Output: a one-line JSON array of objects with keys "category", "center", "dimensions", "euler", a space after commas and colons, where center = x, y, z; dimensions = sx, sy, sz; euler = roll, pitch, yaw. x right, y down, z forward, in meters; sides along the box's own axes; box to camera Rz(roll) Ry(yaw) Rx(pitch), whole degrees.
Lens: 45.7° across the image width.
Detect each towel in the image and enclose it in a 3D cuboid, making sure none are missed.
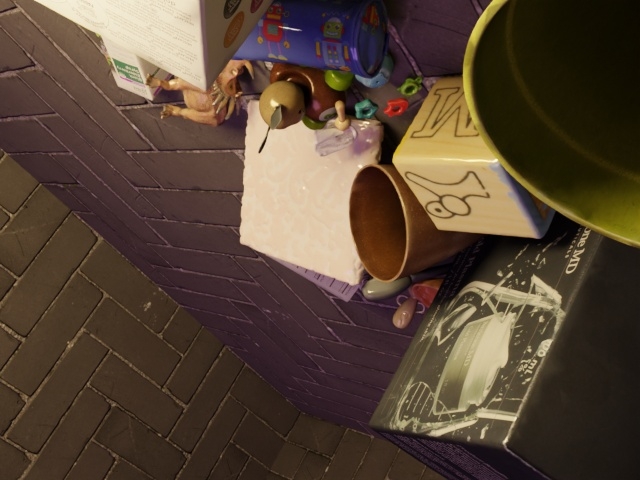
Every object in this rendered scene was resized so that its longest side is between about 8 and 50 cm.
[{"category": "towel", "center": [-0.026, -0.105, 1.557], "dimensions": [0.317, 0.053, 0.331], "euler": [18, 112, 31]}]

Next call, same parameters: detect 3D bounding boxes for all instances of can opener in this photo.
[{"category": "can opener", "center": [0.214, 0.070, 1.596], "dimensions": [0.076, 0.284, 0.095], "euler": [96, 158, -50]}]

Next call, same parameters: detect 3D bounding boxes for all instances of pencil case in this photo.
[{"category": "pencil case", "center": [-0.036, -0.330, 1.196], "dimensions": [0.306, 0.119, 0.133], "euler": [15, -166, 30]}]

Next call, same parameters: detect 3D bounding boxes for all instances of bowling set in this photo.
[{"category": "bowling set", "center": [0.330, 0.165, 1.852], "dimensions": [0.287, 0.200, 0.154], "euler": [26, 114, 3]}]

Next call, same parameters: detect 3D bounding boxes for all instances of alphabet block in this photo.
[{"category": "alphabet block", "center": [0.267, -0.135, 1.206], "dimensions": [0.197, 0.193, 0.192], "euler": [7, 146, 43]}]

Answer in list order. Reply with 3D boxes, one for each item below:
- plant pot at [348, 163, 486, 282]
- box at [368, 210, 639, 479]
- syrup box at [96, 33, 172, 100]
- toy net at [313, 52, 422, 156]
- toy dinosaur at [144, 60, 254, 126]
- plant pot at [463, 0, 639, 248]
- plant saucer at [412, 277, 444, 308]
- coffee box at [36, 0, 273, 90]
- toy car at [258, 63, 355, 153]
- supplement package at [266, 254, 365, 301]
[{"category": "plant pot", "center": [0.203, -0.046, 1.405], "dimensions": [0.231, 0.215, 0.215], "euler": [-9, 170, -23]}, {"category": "box", "center": [0.391, 0.203, 1.334], "dimensions": [0.297, 0.479, 0.472], "euler": [35, 160, -13]}, {"category": "syrup box", "center": [-0.385, -0.406, 1.568], "dimensions": [0.093, 0.096, 0.236], "euler": [25, 155, 14]}, {"category": "toy net", "center": [0.071, -0.231, 1.340], "dimensions": [0.122, 0.045, 0.232], "euler": [13, 139, -32]}, {"category": "toy dinosaur", "center": [-0.232, -0.298, 1.579], "dimensions": [0.201, 0.127, 0.295], "euler": [21, 161, 6]}, {"category": "plant pot", "center": [0.372, -0.226, 0.690], "dimensions": [0.367, 0.353, 0.366], "euler": [26, 157, 12]}, {"category": "plant saucer", "center": [0.297, 0.139, 1.671], "dimensions": [0.200, 0.037, 0.200], "euler": [29, 165, 9]}, {"category": "coffee box", "center": [-0.199, -0.461, 0.923], "dimensions": [0.338, 0.337, 0.334], "euler": [28, 157, 6]}, {"category": "toy car", "center": [-0.048, -0.236, 1.353], "dimensions": [0.149, 0.188, 0.155], "euler": [33, 146, -4]}, {"category": "supplement package", "center": [0.007, 0.024, 1.907], "dimensions": [0.244, 0.139, 0.134], "euler": [31, 156, 1]}]
